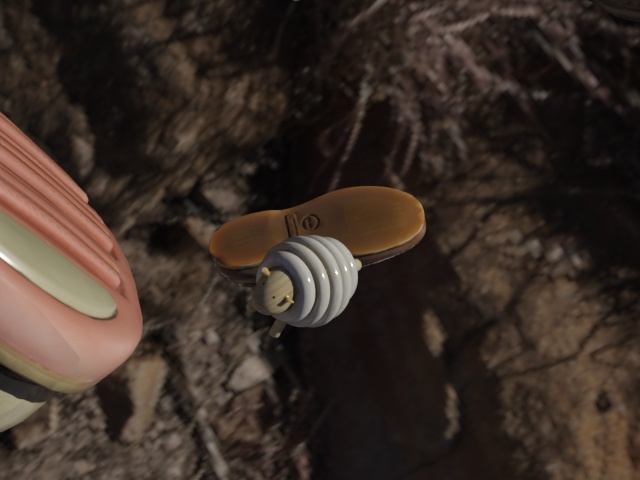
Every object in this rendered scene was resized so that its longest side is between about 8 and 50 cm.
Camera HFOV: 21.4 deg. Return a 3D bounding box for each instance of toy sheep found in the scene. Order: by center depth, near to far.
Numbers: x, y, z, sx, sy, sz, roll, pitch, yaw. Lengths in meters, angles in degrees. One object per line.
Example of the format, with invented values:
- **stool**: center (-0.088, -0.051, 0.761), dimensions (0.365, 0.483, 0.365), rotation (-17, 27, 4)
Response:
- **toy sheep**: center (-0.012, 0.037, 1.504), dimensions (0.132, 0.091, 0.091), rotation (-24, 83, -48)

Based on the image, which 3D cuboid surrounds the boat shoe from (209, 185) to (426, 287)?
- **boat shoe**: center (0.000, 0.000, 1.609), dimensions (0.207, 0.073, 0.073), rotation (-7, 62, 9)

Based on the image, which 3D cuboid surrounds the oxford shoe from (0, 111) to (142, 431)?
- **oxford shoe**: center (-0.184, -0.014, 0.520), dimensions (0.146, 0.397, 0.140), rotation (-51, 125, -6)

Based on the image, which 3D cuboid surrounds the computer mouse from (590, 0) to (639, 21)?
- **computer mouse**: center (0.101, -0.156, 0.597), dimensions (0.060, 0.262, 0.184), rotation (-16, 117, -3)
